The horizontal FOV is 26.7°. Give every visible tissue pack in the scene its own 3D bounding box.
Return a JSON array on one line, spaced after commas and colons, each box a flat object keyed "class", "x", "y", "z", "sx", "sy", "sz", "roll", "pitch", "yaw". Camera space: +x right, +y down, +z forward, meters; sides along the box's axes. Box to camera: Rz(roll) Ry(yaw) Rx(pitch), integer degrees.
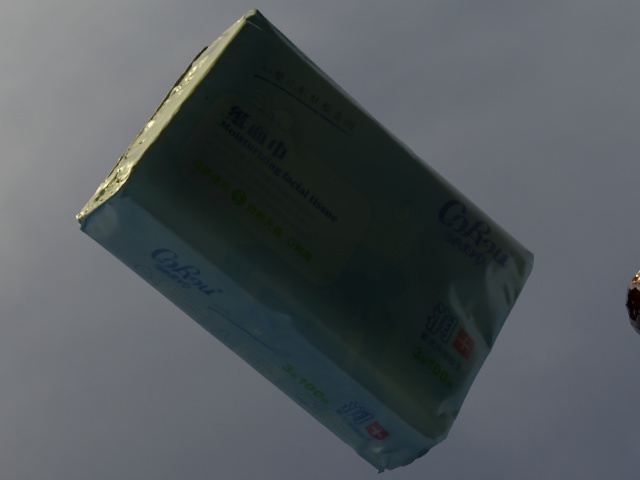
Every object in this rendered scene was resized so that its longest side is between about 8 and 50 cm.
[{"class": "tissue pack", "x": 0.000, "y": 0.000, "z": 0.863, "sx": 0.263, "sy": 0.089, "sz": 0.177, "roll": 42, "pitch": -124, "yaw": -16}]

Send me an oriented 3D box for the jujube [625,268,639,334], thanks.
[{"class": "jujube", "x": 0.234, "y": 0.052, "z": 0.774, "sx": 0.129, "sy": 0.077, "sz": 0.077, "roll": 25, "pitch": -126, "yaw": -17}]
